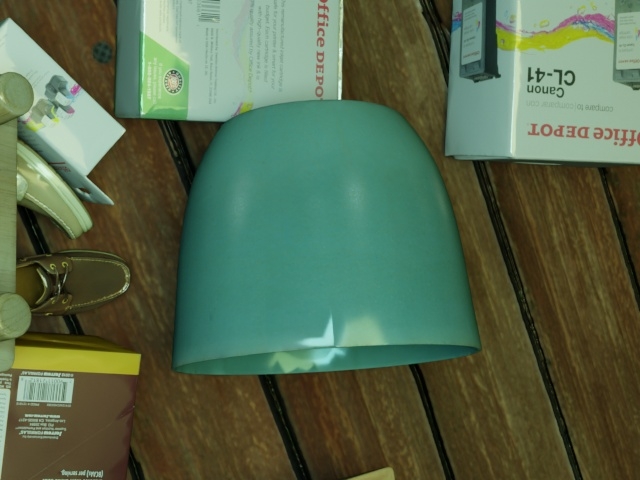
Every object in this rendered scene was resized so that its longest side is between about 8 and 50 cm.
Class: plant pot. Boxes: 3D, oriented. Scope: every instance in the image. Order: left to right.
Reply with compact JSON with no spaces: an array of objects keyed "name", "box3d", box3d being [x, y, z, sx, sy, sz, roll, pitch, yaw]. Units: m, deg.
[{"name":"plant pot","box3d":[0.000,0.000,1.185,0.293,0.293,0.235,2,79,-28]}]

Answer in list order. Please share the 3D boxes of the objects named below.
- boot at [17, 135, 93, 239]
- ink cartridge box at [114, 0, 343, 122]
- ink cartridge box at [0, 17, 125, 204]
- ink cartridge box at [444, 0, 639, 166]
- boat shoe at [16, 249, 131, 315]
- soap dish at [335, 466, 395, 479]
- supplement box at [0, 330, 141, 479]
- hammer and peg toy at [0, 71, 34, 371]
[{"name":"boot","box3d":[-0.330,-0.031,1.119,0.213,0.077,0.165,41,75,-18]},{"name":"ink cartridge box","box3d":[-0.090,-0.193,1.222,0.212,0.093,0.154,-1,94,-26]},{"name":"ink cartridge box","box3d":[-0.251,-0.115,1.137,0.181,0.104,0.061,46,73,-24]},{"name":"ink cartridge box","box3d":[0.270,-0.239,1.386,0.226,0.131,0.306,0,92,-28]},{"name":"boat shoe","box3d":[-0.261,0.044,1.168,0.178,0.060,0.064,-3,95,-27]},{"name":"soap dish","box3d":[-0.015,0.398,1.291,0.229,0.118,0.291,-13,100,-26]},{"name":"supplement box","box3d":[-0.283,0.185,1.129,0.191,0.129,0.194,7,90,-28]},{"name":"hammer and peg toy","box3d":[-0.381,-0.031,0.899,0.361,0.127,0.266,10,73,-47]}]
